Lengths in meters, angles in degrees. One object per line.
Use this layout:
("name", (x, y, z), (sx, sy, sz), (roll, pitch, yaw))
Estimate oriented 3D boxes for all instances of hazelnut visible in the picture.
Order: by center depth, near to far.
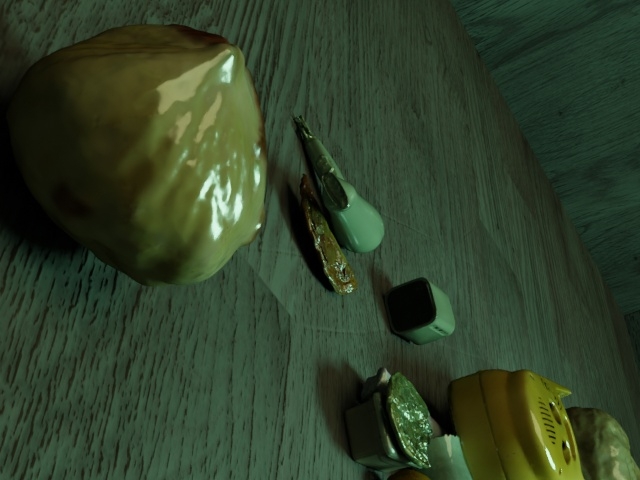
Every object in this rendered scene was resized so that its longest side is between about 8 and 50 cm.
("hazelnut", (-0.154, -0.095, 0.973), (0.261, 0.241, 0.261), (36, 40, -38))

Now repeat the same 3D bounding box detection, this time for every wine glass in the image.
("wine glass", (0.181, 0.380, 1.507), (0.093, 0.092, 0.202), (32, 43, -57))

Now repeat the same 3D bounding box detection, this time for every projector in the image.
("projector", (0.162, 0.116, 1.739), (0.082, 0.083, 0.083), (33, 39, -56))

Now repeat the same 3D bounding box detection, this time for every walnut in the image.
("walnut", (0.471, 0.441, 1.963), (0.273, 0.226, 0.273), (48, 32, -44))

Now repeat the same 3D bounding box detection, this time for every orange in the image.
("orange", (0.120, 0.345, 1.422), (0.085, 0.085, 0.085), (51, 27, -37))

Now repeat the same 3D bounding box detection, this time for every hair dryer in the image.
("hair dryer", (0.009, -0.106, 1.608), (0.237, 0.075, 0.206), (63, 4, 25))

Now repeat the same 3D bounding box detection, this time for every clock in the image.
("clock", (0.309, 0.321, 1.701), (0.317, 0.200, 0.244), (43, 28, -61))

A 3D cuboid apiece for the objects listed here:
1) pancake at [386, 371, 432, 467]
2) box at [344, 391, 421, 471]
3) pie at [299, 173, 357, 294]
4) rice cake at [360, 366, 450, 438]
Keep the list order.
("pancake", (0.117, 0.233, 1.424), (0.116, 0.022, 0.129), (55, 23, -21))
("box", (0.085, 0.262, 1.436), (0.122, 0.062, 0.089), (36, 36, -55))
("pie", (0.000, 0.002, 1.532), (0.191, 0.033, 0.088), (65, 16, -13))
("rice cake", (0.133, 0.262, 1.570), (0.270, 0.049, 0.055), (48, 33, -44))
